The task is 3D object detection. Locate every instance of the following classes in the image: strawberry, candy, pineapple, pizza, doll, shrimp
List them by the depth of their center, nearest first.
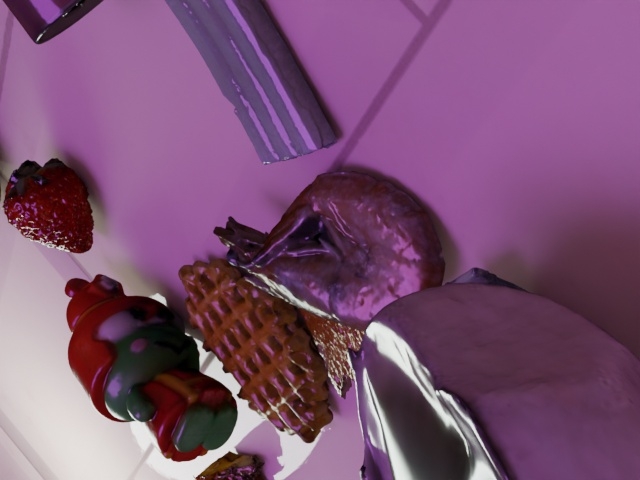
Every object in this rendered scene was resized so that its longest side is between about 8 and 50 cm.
[{"bbox_3d":[0.180,0.242,1.001,0.386,0.186,0.427,2,107,67],"label":"candy"},{"bbox_3d":[0.000,0.000,1.357,0.317,0.077,0.168,16,107,37],"label":"shrimp"},{"bbox_3d":[0.038,0.096,1.460,0.181,0.034,0.262,6,122,50],"label":"pizza"},{"bbox_3d":[-0.263,0.170,1.805,0.363,0.182,0.160,47,122,33],"label":"doll"},{"bbox_3d":[-0.391,-0.043,1.823,0.131,0.131,0.148,23,130,41],"label":"strawberry"},{"bbox_3d":[-0.121,0.350,1.933,0.114,0.077,0.114,25,145,-22],"label":"pineapple"}]

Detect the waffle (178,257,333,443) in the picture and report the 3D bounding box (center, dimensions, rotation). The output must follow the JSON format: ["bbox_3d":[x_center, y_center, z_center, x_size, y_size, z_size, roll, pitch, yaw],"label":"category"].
[{"bbox_3d":[-0.086,0.144,1.669,0.291,0.051,0.291,33,142,30],"label":"waffle"}]

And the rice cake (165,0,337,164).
[{"bbox_3d":[-0.077,-0.187,1.321,0.127,0.043,0.237,-9,113,56],"label":"rice cake"}]

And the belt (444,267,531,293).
[{"bbox_3d":[0.182,0.122,1.197,0.163,0.148,0.082,28,150,-11],"label":"belt"}]

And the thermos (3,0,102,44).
[{"bbox_3d":[-0.329,-0.364,1.379,0.146,0.176,0.265,-35,97,19],"label":"thermos"}]
